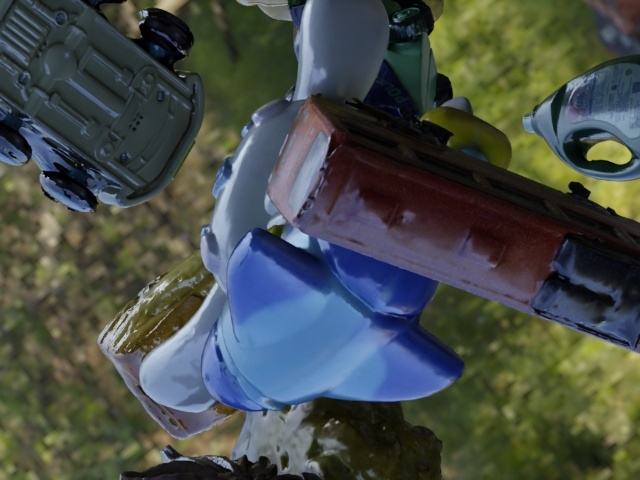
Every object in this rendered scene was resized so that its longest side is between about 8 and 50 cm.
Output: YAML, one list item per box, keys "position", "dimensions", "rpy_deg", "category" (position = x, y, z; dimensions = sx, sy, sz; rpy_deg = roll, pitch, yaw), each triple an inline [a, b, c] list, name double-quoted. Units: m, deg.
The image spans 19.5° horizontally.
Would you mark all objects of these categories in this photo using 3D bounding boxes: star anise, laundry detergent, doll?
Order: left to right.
- position: [-0.066, 0.215, 1.540]
  dimensions: [0.172, 0.208, 0.063]
  rpy_deg: [-143, 61, -69]
  category: "star anise"
- position: [-0.008, 0.000, 1.423]
  dimensions: [0.365, 0.187, 0.376]
  rpy_deg: [-143, 58, -65]
  category: "doll"
- position: [0.306, -0.128, 2.021]
  dimensions: [0.211, 0.137, 0.063]
  rpy_deg: [-6, 165, 44]
  category: "laundry detergent"

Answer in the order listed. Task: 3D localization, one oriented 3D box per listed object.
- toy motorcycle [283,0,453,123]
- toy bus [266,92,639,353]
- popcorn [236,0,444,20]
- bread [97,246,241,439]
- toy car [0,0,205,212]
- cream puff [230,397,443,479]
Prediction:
- position: [0.025, -0.135, 1.784]
  dimensions: [0.331, 0.196, 0.125]
  rpy_deg: [-92, -13, -52]
  category: "toy motorcycle"
- position: [0.090, -0.001, 0.933]
  dimensions: [0.235, 0.073, 0.096]
  rpy_deg: [21, -165, -16]
  category: "toy bus"
- position: [0.008, -0.372, 2.007]
  dimensions: [0.349, 0.349, 0.382]
  rpy_deg: [48, 165, 52]
  category: "popcorn"
- position: [-0.142, 0.131, 2.374]
  dimensions: [0.210, 0.235, 0.099]
  rpy_deg: [54, 179, -20]
  category: "bread"
- position: [-0.251, -0.148, 1.739]
  dimensions: [0.248, 0.204, 0.198]
  rpy_deg: [38, 165, -34]
  category: "toy car"
- position: [0.016, 0.227, 1.715]
  dimensions: [0.196, 0.244, 0.244]
  rpy_deg: [16, -176, -11]
  category: "cream puff"
